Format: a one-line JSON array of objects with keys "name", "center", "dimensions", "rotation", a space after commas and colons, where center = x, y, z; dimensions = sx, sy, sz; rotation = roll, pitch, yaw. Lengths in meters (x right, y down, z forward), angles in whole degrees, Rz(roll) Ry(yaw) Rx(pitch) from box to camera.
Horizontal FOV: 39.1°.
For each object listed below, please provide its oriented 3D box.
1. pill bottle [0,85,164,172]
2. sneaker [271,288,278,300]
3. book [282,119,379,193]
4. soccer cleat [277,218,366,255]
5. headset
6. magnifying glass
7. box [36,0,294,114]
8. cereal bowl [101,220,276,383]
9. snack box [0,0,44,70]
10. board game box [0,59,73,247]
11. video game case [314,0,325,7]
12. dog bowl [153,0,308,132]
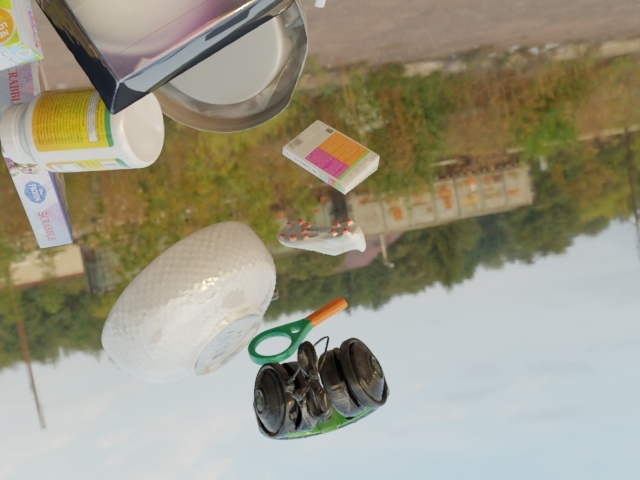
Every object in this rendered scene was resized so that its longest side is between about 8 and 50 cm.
[{"name": "pill bottle", "center": [-0.335, -0.154, 1.255], "dimensions": [0.208, 0.118, 0.117], "rotation": [-2, -174, 21]}, {"name": "sneaker", "center": [-0.122, 0.101, 1.819], "dimensions": [0.057, 0.047, 0.119], "rotation": [-10, -163, -24]}, {"name": "book", "center": [0.018, -0.150, 1.599], "dimensions": [0.144, 0.035, 0.096], "rotation": [35, -123, 23]}, {"name": "soccer cleat", "center": [0.000, 0.000, 1.830], "dimensions": [0.196, 0.076, 0.068], "rotation": [-1, -135, 32]}, {"name": "headset", "center": [0.003, 0.278, 1.547], "dimensions": [0.243, 0.185, 0.394], "rotation": [-17, 151, -3]}, {"name": "magnifying glass", "center": [-0.042, 0.175, 1.766], "dimensions": [0.231, 0.026, 0.092], "rotation": [-32, -145, -28]}, {"name": "box", "center": [-0.206, -0.363, 1.086], "dimensions": [0.296, 0.294, 0.182], "rotation": [-36, -173, -16]}, {"name": "cereal bowl", "center": [-0.204, 0.132, 1.583], "dimensions": [0.339, 0.141, 0.339], "rotation": [-39, 159, -18]}, {"name": "snack box", "center": [-0.411, -0.249, 0.929], "dimensions": [0.207, 0.175, 0.070], "rotation": [-14, 176, 5]}, {"name": "board game box", "center": [-0.512, -0.200, 1.601], "dimensions": [0.065, 0.318, 0.319], "rotation": [-10, 154, -11]}, {"name": "video game case", "center": [0.019, -0.682, 2.042], "dimensions": [0.026, 0.227, 0.206], "rotation": [7, 149, -11]}, {"name": "dog bowl", "center": [-0.181, -0.368, 1.586], "dimensions": [0.348, 0.349, 0.102], "rotation": [-9, -149, 18]}]
